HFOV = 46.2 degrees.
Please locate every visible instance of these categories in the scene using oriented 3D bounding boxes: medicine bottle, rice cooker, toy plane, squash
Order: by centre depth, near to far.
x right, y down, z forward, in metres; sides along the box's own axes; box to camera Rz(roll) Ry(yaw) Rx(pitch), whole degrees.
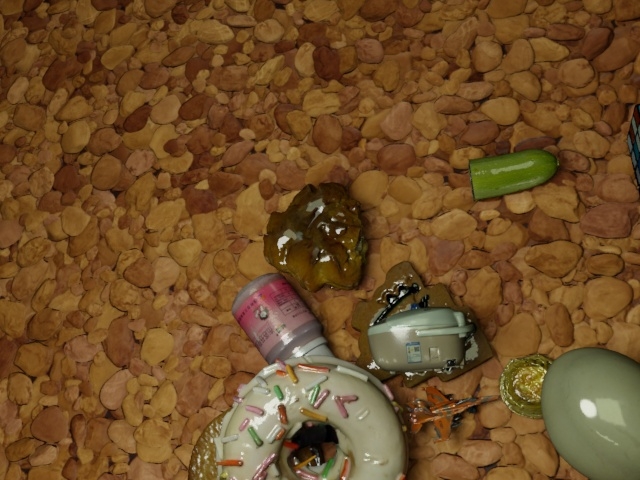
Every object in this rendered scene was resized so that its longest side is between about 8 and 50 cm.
[{"bbox_3d":[0.194,0.193,1.454,0.206,0.145,0.127,-3,85,11],"label":"rice cooker"},{"bbox_3d":[0.260,0.333,1.474,0.188,0.062,0.135,-6,41,-4],"label":"toy plane"},{"bbox_3d":[-0.070,0.195,1.576,0.147,0.147,0.247,-39,70,0],"label":"medicine bottle"},{"bbox_3d":[0.409,-0.143,1.589,0.187,0.095,0.095,-9,68,9],"label":"squash"}]

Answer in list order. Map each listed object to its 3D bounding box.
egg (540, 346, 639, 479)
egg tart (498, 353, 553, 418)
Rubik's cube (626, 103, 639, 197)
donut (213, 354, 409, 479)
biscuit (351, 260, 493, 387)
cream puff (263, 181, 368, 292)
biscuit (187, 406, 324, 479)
[{"bbox_3d":[0.510,0.313,1.318,0.219,0.219,0.269,-45,59,-3],"label":"egg"},{"bbox_3d":[0.408,0.279,1.453,0.130,0.052,0.131,-6,71,17],"label":"egg tart"},{"bbox_3d":[0.701,-0.178,1.473,0.151,0.155,0.154,-7,69,12],"label":"Rubik's cube"},{"bbox_3d":[-0.009,0.402,1.413,0.382,0.142,0.383,0,87,-6],"label":"donut"},{"bbox_3d":[0.209,0.186,1.550,0.301,0.043,0.278,11,74,20],"label":"biscuit"},{"bbox_3d":[0.000,0.000,1.629,0.241,0.155,0.269,-37,58,-4],"label":"cream puff"},{"bbox_3d":[-0.135,0.484,1.550,0.305,0.038,0.306,-5,70,15],"label":"biscuit"}]
